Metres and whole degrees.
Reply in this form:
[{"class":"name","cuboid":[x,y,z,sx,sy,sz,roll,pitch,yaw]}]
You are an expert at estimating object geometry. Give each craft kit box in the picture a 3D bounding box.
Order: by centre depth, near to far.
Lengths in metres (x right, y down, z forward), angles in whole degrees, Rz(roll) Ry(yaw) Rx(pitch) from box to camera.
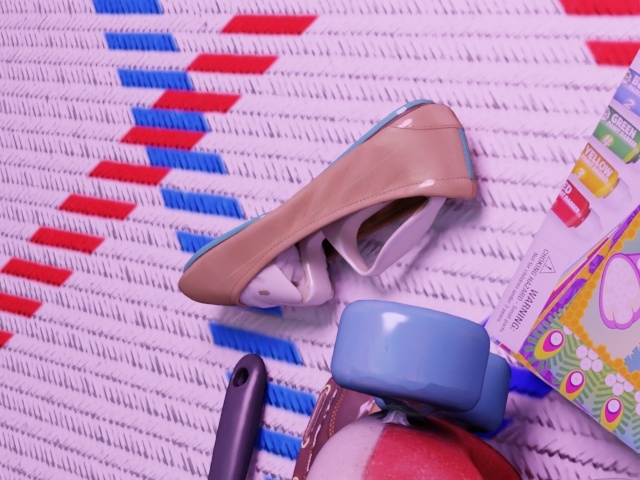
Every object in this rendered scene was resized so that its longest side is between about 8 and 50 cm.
[{"class":"craft kit box","cuboid":[0.226,0.004,0.716,0.246,0.061,0.250,37,104,41]}]

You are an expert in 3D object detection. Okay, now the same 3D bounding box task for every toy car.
[{"class":"toy car","cuboid":[0.113,0.165,0.716,0.238,0.210,0.219,10,80,15]}]

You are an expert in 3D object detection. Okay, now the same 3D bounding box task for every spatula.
[{"class":"spatula","cuboid":[-0.065,0.217,0.953,0.084,0.030,0.296,-3,75,43]}]

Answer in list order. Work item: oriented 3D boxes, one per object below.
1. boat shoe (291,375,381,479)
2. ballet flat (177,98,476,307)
[{"class":"boat shoe","cuboid":[0.008,0.176,0.868,0.073,0.073,0.207,10,78,47]},{"class":"ballet flat","cuboid":[0.000,0.000,0.926,0.232,0.080,0.073,-36,70,34]}]
